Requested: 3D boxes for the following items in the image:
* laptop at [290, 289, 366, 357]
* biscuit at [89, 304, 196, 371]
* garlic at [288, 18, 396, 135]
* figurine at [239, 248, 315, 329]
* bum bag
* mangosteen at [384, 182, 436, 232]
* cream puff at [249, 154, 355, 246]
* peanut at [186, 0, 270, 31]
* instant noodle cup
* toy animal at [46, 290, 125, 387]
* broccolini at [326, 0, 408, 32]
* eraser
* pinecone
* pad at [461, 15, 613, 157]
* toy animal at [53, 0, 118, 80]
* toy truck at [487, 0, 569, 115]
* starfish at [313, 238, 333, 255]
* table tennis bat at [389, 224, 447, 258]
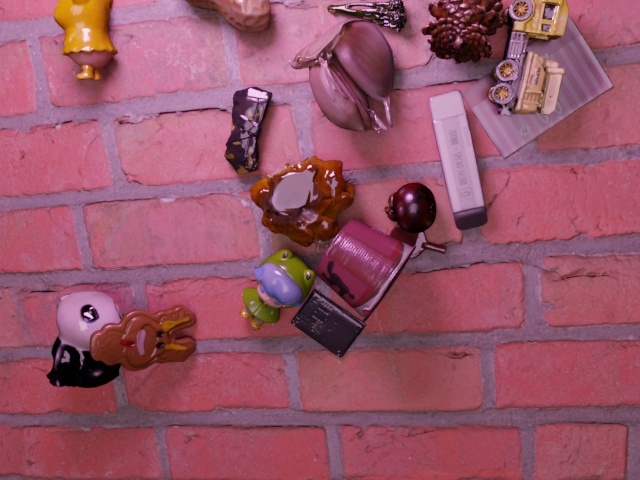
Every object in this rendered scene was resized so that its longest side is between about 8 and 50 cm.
[{"bbox_3d":[0.021,0.236,1.587,0.180,0.016,0.129,34,107,-1],"label":"laptop"},{"bbox_3d":[-0.487,0.277,1.569,0.295,0.044,0.186,-8,106,-34],"label":"biscuit"},{"bbox_3d":[0.073,-0.388,1.325,0.210,0.237,0.292,-31,133,24],"label":"garlic"},{"bbox_3d":[-0.126,0.137,1.531,0.162,0.143,0.263,45,123,5],"label":"figurine"},{"bbox_3d":[-0.194,-0.286,1.473,0.106,0.060,0.233,18,104,14],"label":"bum bag"},{"bbox_3d":[0.226,-0.082,1.430,0.140,0.140,0.140,2,104,9],"label":"mangosteen"},{"bbox_3d":[-0.050,-0.104,1.444,0.268,0.155,0.241,13,101,7],"label":"cream puff"},{"bbox_3d":[-0.251,-0.619,1.373,0.298,0.120,0.136,28,82,2],"label":"peanut"},{"bbox_3d":[0.109,0.063,1.432,0.178,0.235,0.235,35,106,9],"label":"instant noodle cup"},{"bbox_3d":[-0.654,0.273,1.615,0.212,0.212,0.267,18,102,4],"label":"toy animal"},{"bbox_3d":[0.116,-0.560,1.374,0.201,0.058,0.074,15,91,21],"label":"broccolini"},{"bbox_3d":[0.346,-0.194,1.408,0.089,0.061,0.352,-14,100,12],"label":"eraser"},{"bbox_3d":[0.329,-0.508,1.285,0.179,0.150,0.195,13,105,24],"label":"pinecone"},{"bbox_3d":[0.523,-0.366,1.366,0.299,0.005,0.202,-34,96,15],"label":"pad"},{"bbox_3d":[-0.593,-0.528,1.434,0.156,0.156,0.230,5,106,8],"label":"toy animal"},{"bbox_3d":[0.485,-0.420,1.291,0.157,0.124,0.272,10,105,8],"label":"toy truck"},{"bbox_3d":[0.000,0.000,1.533,0.086,0.016,0.092,14,103,8],"label":"starfish"},{"bbox_3d":[0.257,0.008,1.493,0.154,0.019,0.098,14,105,8],"label":"table tennis bat"}]
